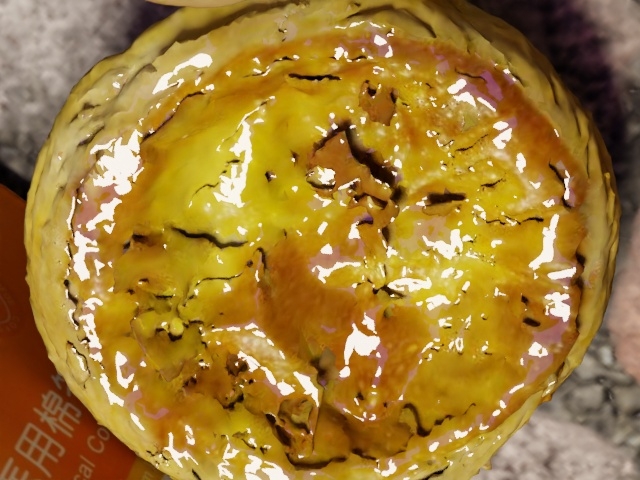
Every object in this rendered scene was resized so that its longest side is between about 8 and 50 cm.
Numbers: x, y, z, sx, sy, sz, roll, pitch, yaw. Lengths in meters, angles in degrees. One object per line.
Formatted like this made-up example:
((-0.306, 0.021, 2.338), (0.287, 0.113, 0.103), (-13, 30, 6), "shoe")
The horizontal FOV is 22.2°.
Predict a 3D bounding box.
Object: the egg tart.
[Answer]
((0.000, 0.000, 0.809), (0.290, 0.115, 0.290), (-1, 108, -4), "egg tart")

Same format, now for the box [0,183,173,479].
((-0.125, 0.153, 0.870), (0.341, 0.225, 0.143), (38, 122, -12), "box")

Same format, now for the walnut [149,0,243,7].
((-0.024, -0.211, 0.662), (0.261, 0.225, 0.225), (-26, 113, -5), "walnut")
